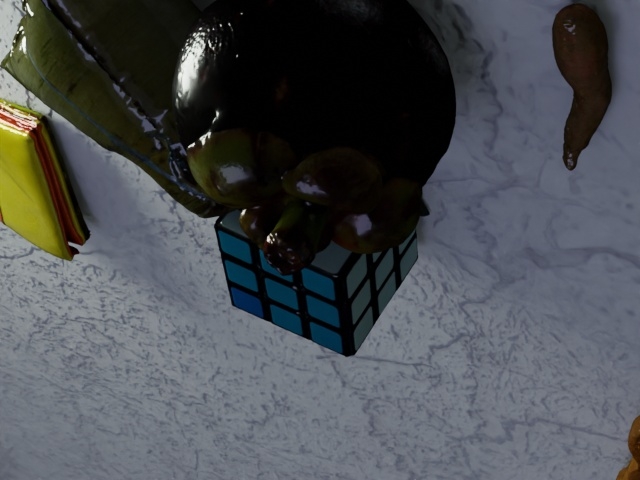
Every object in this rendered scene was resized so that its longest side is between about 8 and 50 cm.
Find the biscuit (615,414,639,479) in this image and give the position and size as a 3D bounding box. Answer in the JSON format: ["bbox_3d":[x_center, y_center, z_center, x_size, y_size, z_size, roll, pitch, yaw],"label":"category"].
[{"bbox_3d":[0.445,0.267,1.844,0.202,0.047,0.334,23,152,16],"label":"biscuit"}]

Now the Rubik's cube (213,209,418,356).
[{"bbox_3d":[0.000,0.000,1.743,0.161,0.163,0.162,23,151,21],"label":"Rubik's cube"}]

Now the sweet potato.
[{"bbox_3d":[0.233,-0.138,1.436,0.050,0.050,0.214,20,153,23],"label":"sweet potato"}]

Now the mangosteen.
[{"bbox_3d":[-0.015,-0.106,1.489,0.233,0.287,0.287,12,145,42],"label":"mangosteen"}]

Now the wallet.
[{"bbox_3d":[-0.390,-0.091,2.132,0.141,0.067,0.241,24,146,26],"label":"wallet"}]

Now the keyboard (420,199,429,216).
[{"bbox_3d":[0.029,-0.055,1.806,0.202,0.011,0.067,5,139,41],"label":"keyboard"}]

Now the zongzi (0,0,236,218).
[{"bbox_3d":[-0.212,-0.141,1.732,0.323,0.160,0.360,54,150,-3],"label":"zongzi"}]
